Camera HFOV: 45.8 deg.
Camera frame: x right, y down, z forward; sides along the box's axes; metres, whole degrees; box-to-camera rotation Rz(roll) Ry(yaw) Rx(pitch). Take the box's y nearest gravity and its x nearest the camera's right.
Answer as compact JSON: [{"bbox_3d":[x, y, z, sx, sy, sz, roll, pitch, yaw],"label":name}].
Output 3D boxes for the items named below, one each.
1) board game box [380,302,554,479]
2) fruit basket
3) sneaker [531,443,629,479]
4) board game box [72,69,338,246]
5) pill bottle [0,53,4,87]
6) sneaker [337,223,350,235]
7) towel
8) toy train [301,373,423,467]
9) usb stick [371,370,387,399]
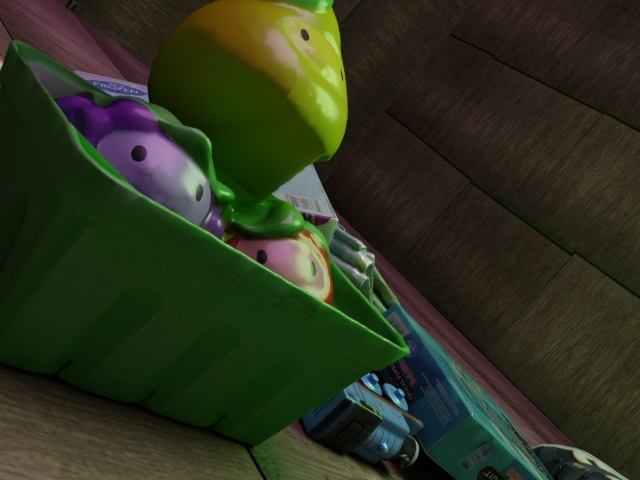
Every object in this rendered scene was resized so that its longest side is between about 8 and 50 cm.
[{"bbox_3d":[0.217,0.272,1.088,0.336,0.079,0.254,46,8,-31],"label":"board game box"},{"bbox_3d":[-0.074,-0.055,0.641,0.392,0.392,0.283,34,9,-44],"label":"fruit basket"},{"bbox_3d":[0.400,0.399,1.169,0.127,0.126,0.321,7,0,-34],"label":"sneaker"},{"bbox_3d":[-0.166,-0.102,0.958,0.318,0.066,0.318,10,28,-18],"label":"board game box"},{"bbox_3d":[-0.417,-0.204,0.894,0.086,0.086,0.152,33,11,-49],"label":"pill bottle"},{"bbox_3d":[-0.091,-0.041,1.474,0.210,0.137,0.366,35,3,-35],"label":"sneaker"},{"bbox_3d":[-0.054,0.011,1.178,0.374,0.090,0.320,32,-10,24],"label":"towel"},{"bbox_3d":[0.047,0.202,0.878,0.184,0.080,0.105,39,15,-33],"label":"toy train"},{"bbox_3d":[0.110,0.211,1.291,0.077,0.045,0.278,47,5,-12],"label":"usb stick"}]
